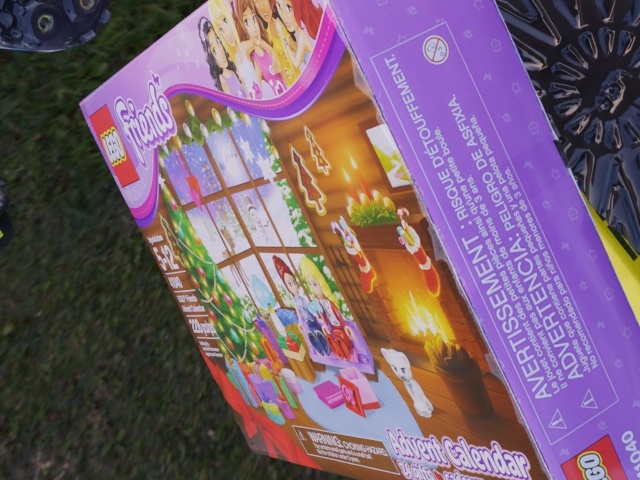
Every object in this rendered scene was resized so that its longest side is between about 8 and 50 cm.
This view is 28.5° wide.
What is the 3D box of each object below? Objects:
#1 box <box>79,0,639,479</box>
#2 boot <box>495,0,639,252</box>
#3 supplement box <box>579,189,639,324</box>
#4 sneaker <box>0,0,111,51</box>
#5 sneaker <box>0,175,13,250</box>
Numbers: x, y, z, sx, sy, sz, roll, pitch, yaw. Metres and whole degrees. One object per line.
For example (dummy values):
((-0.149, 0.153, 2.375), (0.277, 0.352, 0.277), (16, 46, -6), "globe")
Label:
((0.000, 0.000, 0.509), (0.057, 0.293, 0.201), (-28, 97, -22), "box")
((0.218, -0.134, 0.808), (0.348, 0.260, 0.131), (42, 125, 6), "boot")
((0.204, 0.008, 1.022), (0.357, 0.194, 0.195), (53, 133, 4), "supplement box")
((-0.208, -0.139, 0.556), (0.237, 0.086, 0.085), (13, 90, -23), "sneaker")
((-0.230, -0.007, 0.788), (0.074, 0.170, 0.063), (15, 116, -18), "sneaker")
